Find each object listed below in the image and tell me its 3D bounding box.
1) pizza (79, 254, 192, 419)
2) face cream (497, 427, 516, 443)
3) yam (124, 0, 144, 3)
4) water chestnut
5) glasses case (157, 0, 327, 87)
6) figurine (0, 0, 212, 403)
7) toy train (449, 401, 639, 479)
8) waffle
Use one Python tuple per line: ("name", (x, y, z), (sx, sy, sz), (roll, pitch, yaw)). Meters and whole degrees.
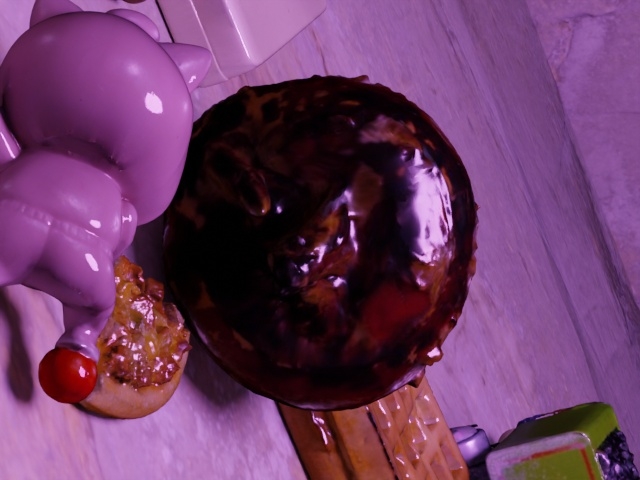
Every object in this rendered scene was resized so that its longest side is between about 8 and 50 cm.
("pizza", (-0.151, 0.074, 1.359), (0.134, 0.046, 0.175), (68, 21, -13))
("face cream", (0.225, 0.330, 2.148), (0.114, 0.070, 0.224), (62, 34, -25))
("yam", (-0.209, -0.257, 1.470), (0.241, 0.057, 0.056), (26, 50, -64))
("water chestnut", (0.000, 0.000, 1.469), (0.300, 0.300, 0.300), (53, 28, -44))
("glasses case", (-0.078, -0.260, 1.794), (0.131, 0.070, 0.313), (68, 21, -14))
("figurine", (-0.192, -0.037, 1.245), (0.186, 0.176, 0.287), (126, -23, -63))
("toy train", (0.245, 0.338, 1.899), (0.173, 0.249, 0.307), (-22, 94, -68))
("waffle", (0.038, 0.154, 1.729), (0.327, 0.098, 0.224), (66, 19, -11))
